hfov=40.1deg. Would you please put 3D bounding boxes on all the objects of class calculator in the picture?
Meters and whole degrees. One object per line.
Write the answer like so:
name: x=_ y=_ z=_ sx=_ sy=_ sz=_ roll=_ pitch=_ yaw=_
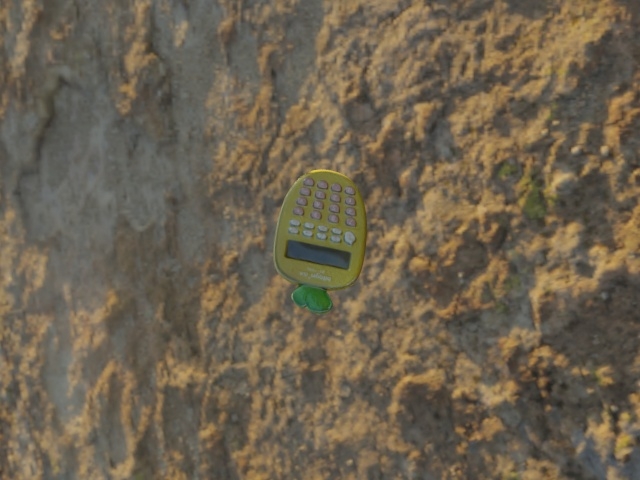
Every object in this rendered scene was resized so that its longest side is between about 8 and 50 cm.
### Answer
calculator: x=0.000 y=0.000 z=1.387 sx=0.032 sy=0.146 sz=0.234 roll=129 pitch=152 yaw=-73
